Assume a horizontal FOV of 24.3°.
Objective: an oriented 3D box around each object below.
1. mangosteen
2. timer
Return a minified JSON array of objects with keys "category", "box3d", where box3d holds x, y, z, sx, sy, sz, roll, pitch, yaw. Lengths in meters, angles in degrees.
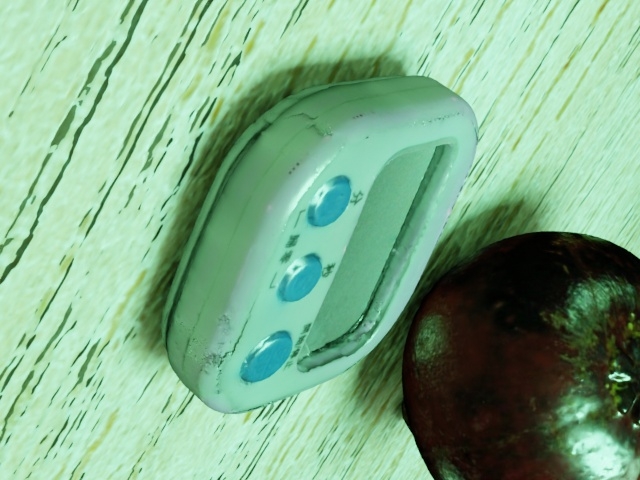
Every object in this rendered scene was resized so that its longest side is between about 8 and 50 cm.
[{"category":"mangosteen","box3d":[0.155,0.116,1.126,0.235,0.235,0.261,-32,-173,-33]},{"category":"timer","box3d":[0.000,0.000,0.864,0.191,0.069,0.208,-15,135,-50]}]
